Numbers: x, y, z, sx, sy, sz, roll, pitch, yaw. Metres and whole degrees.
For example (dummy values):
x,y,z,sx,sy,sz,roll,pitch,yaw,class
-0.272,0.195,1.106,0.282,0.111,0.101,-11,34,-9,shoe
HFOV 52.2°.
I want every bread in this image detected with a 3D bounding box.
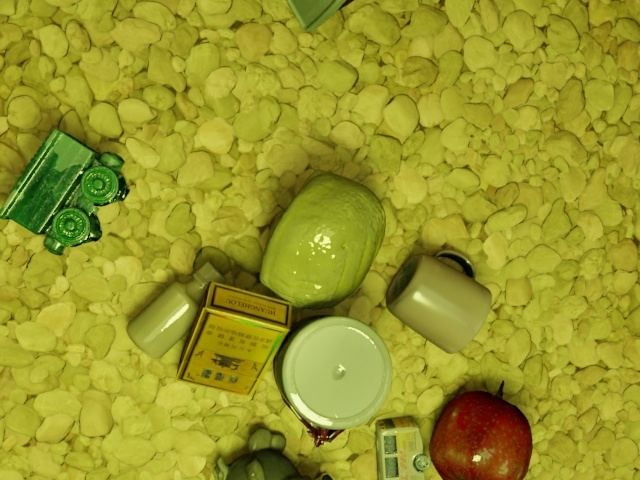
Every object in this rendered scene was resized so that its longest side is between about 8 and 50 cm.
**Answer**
x,y,z,sx,sy,sz,roll,pitch,yaw,class
0.011,0.005,1.499,0.237,0.320,0.320,23,91,9,bread

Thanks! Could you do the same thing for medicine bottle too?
x,y,z,sx,sy,sz,roll,pitch,yaw,class
-0.333,0.157,1.546,0.252,0.114,0.114,-45,100,-3,medicine bottle
0.022,0.283,1.447,0.238,0.232,0.238,1,83,-9,medicine bottle

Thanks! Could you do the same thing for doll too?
x,y,z,sx,sy,sz,roll,pitch,yaw,class
-0.112,0.691,1.550,0.252,0.382,0.378,16,113,-49,doll

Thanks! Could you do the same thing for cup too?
x,y,z,sx,sy,sz,roll,pitch,yaw,class
0.296,0.124,1.631,0.200,0.191,0.253,33,59,-8,cup

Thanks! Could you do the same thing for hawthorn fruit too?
x,y,z,sx,sy,sz,roll,pitch,yaw,class
0.419,0.490,1.656,0.254,0.254,0.300,38,60,-11,hawthorn fruit

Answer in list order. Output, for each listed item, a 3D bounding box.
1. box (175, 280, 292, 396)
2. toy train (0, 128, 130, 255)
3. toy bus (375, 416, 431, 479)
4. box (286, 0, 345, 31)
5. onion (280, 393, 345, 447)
x,y,z,sx,sy,sz,roll,pitch,yaw,class
-0.204,0.235,1.500,0.193,0.084,0.301,17,134,-12,box
-0.562,-0.103,1.471,0.202,0.145,0.266,33,88,-8,toy train
0.213,0.635,1.689,0.138,0.097,0.342,-3,95,-7,toy bus
0.027,-0.615,1.464,0.167,0.294,0.193,-32,100,-17,box
0.006,0.361,1.612,0.227,0.120,0.283,9,81,-4,onion
